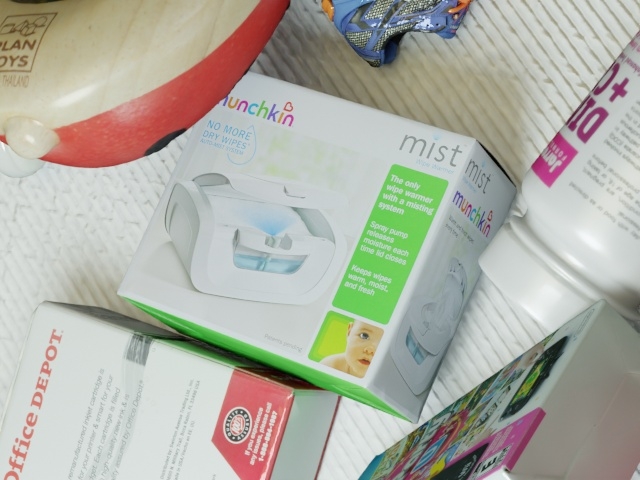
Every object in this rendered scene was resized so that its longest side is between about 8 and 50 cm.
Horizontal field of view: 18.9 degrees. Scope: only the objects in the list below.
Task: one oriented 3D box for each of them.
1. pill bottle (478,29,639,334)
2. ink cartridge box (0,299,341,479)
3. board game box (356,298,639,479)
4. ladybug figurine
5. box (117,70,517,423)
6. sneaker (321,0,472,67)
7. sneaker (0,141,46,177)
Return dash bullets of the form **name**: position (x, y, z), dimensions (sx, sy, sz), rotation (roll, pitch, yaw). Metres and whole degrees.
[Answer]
- **pill bottle**: position (0.265, -0.052, 1.550), dimensions (0.160, 0.160, 0.283), rotation (42, 101, 22)
- **ink cartridge box**: position (-0.146, 0.186, 1.733), dimensions (0.272, 0.114, 0.197), rotation (18, 92, 24)
- **board game box**: position (0.114, 0.203, 1.491), dimensions (0.097, 0.224, 0.303), rotation (46, 132, -4)
- **ladybug figurine**: position (-0.149, -0.217, 1.660), dimensions (0.305, 0.162, 0.449), rotation (1, 46, 34)
- **box**: position (0.000, 0.000, 1.658), dimensions (0.262, 0.127, 0.231), rotation (20, 80, 29)
- **sneaker**: position (0.112, -0.224, 1.694), dimensions (0.221, 0.083, 0.087), rotation (-26, 87, 25)
- **sneaker**: position (-0.241, -0.198, 1.825), dimensions (0.123, 0.106, 0.290), rotation (9, 87, 27)
